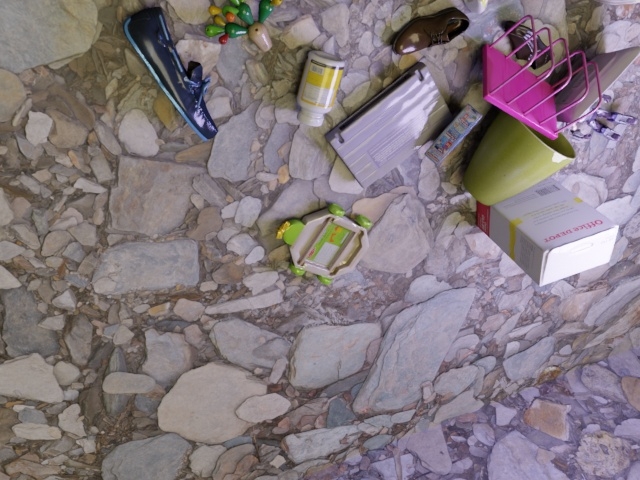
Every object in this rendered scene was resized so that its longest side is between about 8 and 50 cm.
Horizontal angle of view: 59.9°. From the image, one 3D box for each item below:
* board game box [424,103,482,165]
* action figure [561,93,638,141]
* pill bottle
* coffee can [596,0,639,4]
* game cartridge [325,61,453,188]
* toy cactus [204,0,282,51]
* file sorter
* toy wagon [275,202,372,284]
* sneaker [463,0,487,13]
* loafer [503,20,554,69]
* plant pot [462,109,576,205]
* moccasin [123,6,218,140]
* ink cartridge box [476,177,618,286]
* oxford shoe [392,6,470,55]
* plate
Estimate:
[{"bbox_3d":[0.409,-0.323,1.720,0.060,0.194,0.194,43,105,5],"label":"board game box"},{"bbox_3d":[0.941,-0.425,1.903,0.285,0.099,0.185,9,120,-27],"label":"action figure"},{"bbox_3d":[-0.007,-0.409,1.503,0.103,0.103,0.184,3,122,-25],"label":"pill bottle"},{"bbox_3d":[0.855,-0.823,1.517,0.201,0.201,0.275,-25,130,-5],"label":"coffee can"},{"bbox_3d":[0.213,-0.339,1.679,0.355,0.068,0.230,-37,133,5],"label":"game cartridge"},{"bbox_3d":[-0.168,-0.540,1.355,0.219,0.112,0.180,-42,139,-2],"label":"toy cactus"},{"bbox_3d":[0.636,-0.469,1.591,0.291,0.202,0.182,22,149,-24],"label":"file sorter"},{"bbox_3d":[0.000,0.000,1.821,0.344,0.068,0.267,21,113,-33],"label":"toy wagon"},{"bbox_3d":[0.436,-0.733,1.475,0.126,0.091,0.240,-39,141,-9],"label":"sneaker"},{"bbox_3d":[0.619,-0.579,1.666,0.220,0.080,0.078,22,112,-34],"label":"loafer"},{"bbox_3d":[0.612,-0.257,1.799,0.275,0.274,0.293,15,132,-31],"label":"plant pot"},{"bbox_3d":[-0.334,-0.397,1.352,0.117,0.137,0.342,-34,131,-3],"label":"moccasin"},{"bbox_3d":[0.758,-0.049,1.904,0.279,0.384,0.160,-18,128,-10],"label":"ink cartridge box"},{"bbox_3d":[0.306,-0.572,1.529,0.227,0.096,0.083,-27,131,-1],"label":"oxford shoe"},{"bbox_3d":[0.831,-0.489,1.731,0.045,0.277,0.278,39,104,-5],"label":"plate"}]
